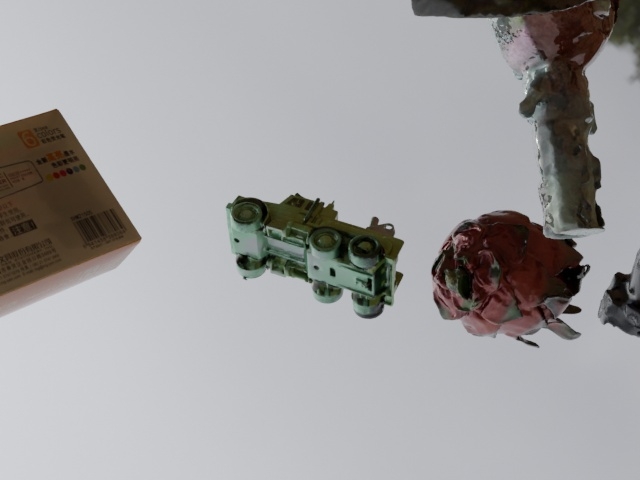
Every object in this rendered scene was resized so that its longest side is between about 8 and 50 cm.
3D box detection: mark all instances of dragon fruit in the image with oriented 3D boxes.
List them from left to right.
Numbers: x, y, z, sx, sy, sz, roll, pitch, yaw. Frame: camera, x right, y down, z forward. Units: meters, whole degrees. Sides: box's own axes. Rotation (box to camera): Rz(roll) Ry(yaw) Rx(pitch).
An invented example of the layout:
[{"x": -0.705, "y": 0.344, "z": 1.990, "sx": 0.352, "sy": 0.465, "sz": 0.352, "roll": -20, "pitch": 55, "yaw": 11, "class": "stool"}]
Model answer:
[{"x": 0.275, "y": 0.054, "z": 1.816, "sx": 0.274, "sy": 0.192, "sz": 0.193, "roll": 11, "pitch": -147, "yaw": -36, "class": "dragon fruit"}]

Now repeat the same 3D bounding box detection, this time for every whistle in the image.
[{"x": 0.235, "y": -0.177, "z": 1.252, "sx": 0.142, "sy": 0.134, "sz": 0.346, "roll": 22, "pitch": -118, "yaw": -70, "class": "whistle"}]

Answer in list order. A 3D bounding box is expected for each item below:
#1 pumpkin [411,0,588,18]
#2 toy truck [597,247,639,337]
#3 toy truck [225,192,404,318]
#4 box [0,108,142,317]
[{"x": 0.146, "y": -0.263, "z": 0.927, "sx": 0.148, "sy": 0.169, "sz": 0.312, "roll": 2, "pitch": -162, "yaw": 9, "class": "pumpkin"}, {"x": 0.355, "y": 0.018, "z": 1.066, "sx": 0.177, "sy": 0.161, "sz": 0.213, "roll": 31, "pitch": -138, "yaw": 22, "class": "toy truck"}, {"x": -0.004, "y": 0.001, "z": 1.826, "sx": 0.260, "sy": 0.128, "sz": 0.135, "roll": 14, "pitch": -131, "yaw": 15, "class": "toy truck"}, {"x": -0.387, "y": -0.029, "z": 1.559, "sx": 0.274, "sy": 0.091, "sz": 0.220, "roll": -22, "pitch": -105, "yaw": -44, "class": "box"}]
